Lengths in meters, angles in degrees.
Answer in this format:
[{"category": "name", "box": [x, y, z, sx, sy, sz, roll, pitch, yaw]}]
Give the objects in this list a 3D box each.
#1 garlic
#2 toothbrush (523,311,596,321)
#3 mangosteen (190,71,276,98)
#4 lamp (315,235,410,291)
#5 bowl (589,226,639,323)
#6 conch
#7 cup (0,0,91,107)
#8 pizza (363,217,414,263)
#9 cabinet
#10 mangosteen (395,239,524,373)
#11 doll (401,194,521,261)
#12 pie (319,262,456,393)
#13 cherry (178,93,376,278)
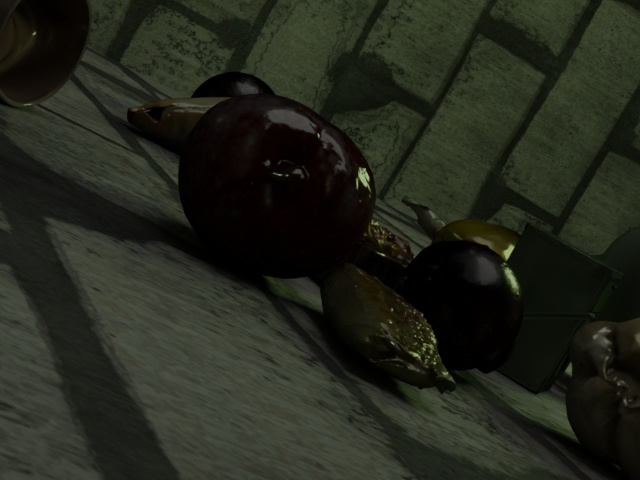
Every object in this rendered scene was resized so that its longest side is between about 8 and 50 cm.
[{"category": "garlic", "box": [0.394, 0.207, 1.501, 0.203, 0.185, 0.281, 19, 33, -51]}, {"category": "toothbrush", "box": [0.221, 0.099, 1.658, 0.294, 0.028, 0.026, 3, -13, 31]}, {"category": "mangosteen", "box": [-0.159, -0.221, 2.472, 0.230, 0.194, 0.194, 60, 18, 21]}, {"category": "lamp", "box": [0.000, 0.000, 1.752, 0.090, 0.089, 0.325, 26, 8, -34]}, {"category": "bowl", "box": [0.522, 0.127, 2.106, 0.185, 0.354, 0.354, 13, 0, 21]}, {"category": "conch", "box": [-0.229, -0.194, 2.285, 0.255, 0.127, 0.158, -4, 20, -28]}, {"category": "cup", "box": [-0.472, -0.298, 1.715, 0.200, 0.191, 0.253, 28, 38, 21]}, {"category": "pizza", "box": [0.065, -0.006, 2.108, 0.289, 0.081, 0.229, 28, 7, -10]}, {"category": "cabinet", "box": [0.326, 0.102, 1.842, 0.150, 0.206, 0.145, 31, 6, 17]}, {"category": "mangosteen", "box": [0.181, 0.086, 1.542, 0.184, 0.172, 0.172, 37, 1, -32]}, {"category": "doll", "box": [0.292, 0.057, 2.125, 0.423, 0.161, 0.348, 38, 7, -28]}, {"category": "pie", "box": [0.066, 0.096, 1.362, 0.129, 0.068, 0.282, 26, 7, -15]}, {"category": "cherry", "box": [-0.057, -0.063, 1.480, 0.230, 0.203, 0.300, 21, 0, -13]}]
